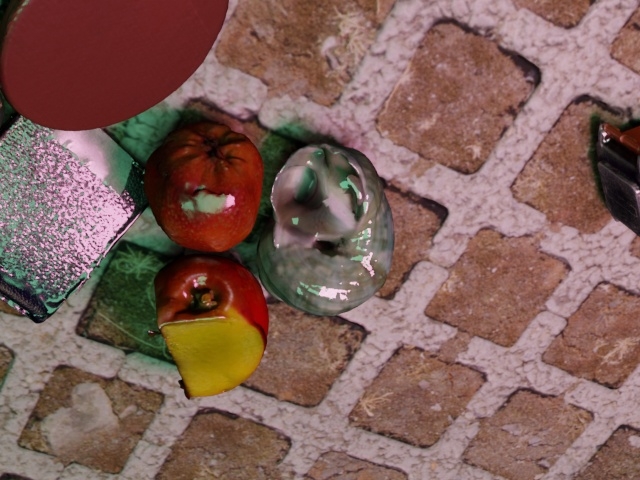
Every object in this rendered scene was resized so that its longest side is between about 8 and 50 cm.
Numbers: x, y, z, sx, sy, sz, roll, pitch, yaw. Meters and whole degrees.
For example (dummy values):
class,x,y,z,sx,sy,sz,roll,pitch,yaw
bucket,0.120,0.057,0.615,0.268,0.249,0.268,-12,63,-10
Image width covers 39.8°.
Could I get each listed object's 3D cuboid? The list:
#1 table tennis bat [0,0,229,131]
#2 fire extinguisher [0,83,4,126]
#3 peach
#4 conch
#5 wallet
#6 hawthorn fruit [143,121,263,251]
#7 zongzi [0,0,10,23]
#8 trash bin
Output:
class,x,y,z,sx,sy,sz,roll,pitch,yaw
table tennis bat,-0.197,-0.279,1.052,0.414,0.051,0.268,-37,152,-2
fire extinguisher,-0.454,-0.126,1.021,0.311,0.114,0.095,-24,96,35
peach,-0.150,0.121,1.292,0.153,0.159,0.267,-8,142,0
conch,0.000,0.000,1.253,0.220,0.195,0.277,35,133,-13
wallet,-0.374,-0.046,1.180,0.262,0.071,0.221,-48,119,-4
hawthorn fruit,-0.158,-0.069,1.184,0.173,0.179,0.174,3,79,-15
zongzi,-0.507,-0.275,0.961,0.362,0.319,0.383,-32,143,7
trash bin,0.537,-0.122,1.286,0.238,0.161,0.184,-28,122,-2
